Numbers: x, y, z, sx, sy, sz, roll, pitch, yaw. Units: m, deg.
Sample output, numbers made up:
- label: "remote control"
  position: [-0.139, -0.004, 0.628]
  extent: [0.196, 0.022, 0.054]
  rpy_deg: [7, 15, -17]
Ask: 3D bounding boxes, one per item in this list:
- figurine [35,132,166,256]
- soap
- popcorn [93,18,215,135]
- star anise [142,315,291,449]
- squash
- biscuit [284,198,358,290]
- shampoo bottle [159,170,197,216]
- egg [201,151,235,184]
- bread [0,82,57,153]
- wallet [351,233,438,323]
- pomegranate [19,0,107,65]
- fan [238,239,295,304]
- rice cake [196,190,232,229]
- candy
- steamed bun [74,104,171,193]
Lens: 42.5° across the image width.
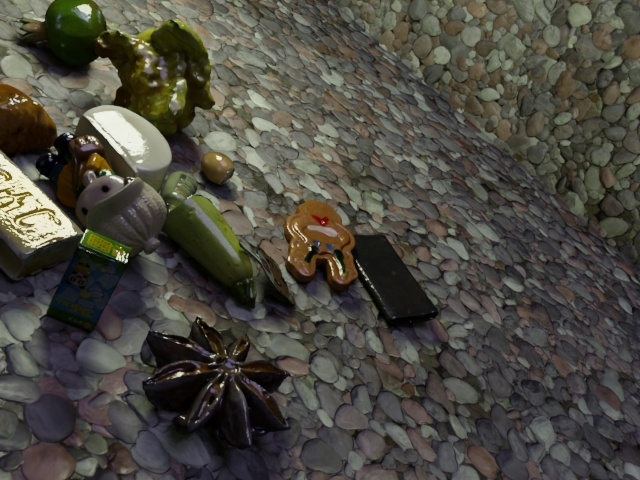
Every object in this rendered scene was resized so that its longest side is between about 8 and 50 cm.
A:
- label: "figurine"
  position: [-0.467, -0.095, 1.795]
  extent: [0.332, 0.185, 0.204]
  rpy_deg: [43, 5, 42]
- label: "soap"
  position: [-0.630, -0.057, 1.656]
  extent: [0.274, 0.089, 0.173]
  rpy_deg: [42, 33, 12]
- label: "popcorn"
  position: [-0.398, -0.436, 2.142]
  extent: [0.321, 0.325, 0.290]
  rpy_deg: [40, 33, 19]
- label: "star anise"
  position: [-0.203, 0.280, 1.594]
  extent: [0.332, 0.117, 0.331]
  rpy_deg: [24, 26, -12]
- label: "squash"
  position: [-0.225, 0.026, 1.908]
  extent: [0.287, 0.137, 0.137]
  rpy_deg: [44, 32, 3]
- label: "biscuit"
  position: [0.000, 0.000, 2.187]
  extent: [0.202, 0.047, 0.334]
  rpy_deg: [16, 36, -14]
- label: "shampoo bottle"
  position: [-0.350, -0.096, 1.976]
  extent: [0.079, 0.079, 0.162]
  rpy_deg: [28, 34, -13]
- label: "egg"
  position: [-0.274, -0.195, 2.175]
  extent: [0.096, 0.080, 0.080]
  rpy_deg: [45, 33, 9]
- label: "bread"
  position: [-0.700, -0.273, 1.828]
  extent: [0.129, 0.134, 0.260]
  rpy_deg: [48, 34, 20]
- label: "wallet"
  position: [0.178, 0.100, 2.243]
  extent: [0.170, 0.044, 0.321]
  rpy_deg: [-4, 45, -33]
- label: "pomegranate"
  position: [-0.688, -0.565, 2.206]
  extent: [0.225, 0.187, 0.187]
  rpy_deg: [-6, 44, -9]
- label: "fan"
  position: [-0.131, 0.060, 1.944]
  extent: [0.226, 0.008, 0.152]
  rpy_deg: [45, 15, -50]
- label: "rice cake"
  position: [-0.286, -0.077, 2.059]
  extent: [0.171, 0.029, 0.033]
  rpy_deg: [46, 27, 15]
- label: "candy"
  position: [-0.439, 0.078, 1.556]
  extent: [0.097, 0.194, 0.062]
  rpy_deg: [24, 33, -17]
- label: "steamed bun"
  position: [-0.458, -0.200, 1.945]
  extent: [0.241, 0.146, 0.164]
  rpy_deg: [45, 36, 16]
